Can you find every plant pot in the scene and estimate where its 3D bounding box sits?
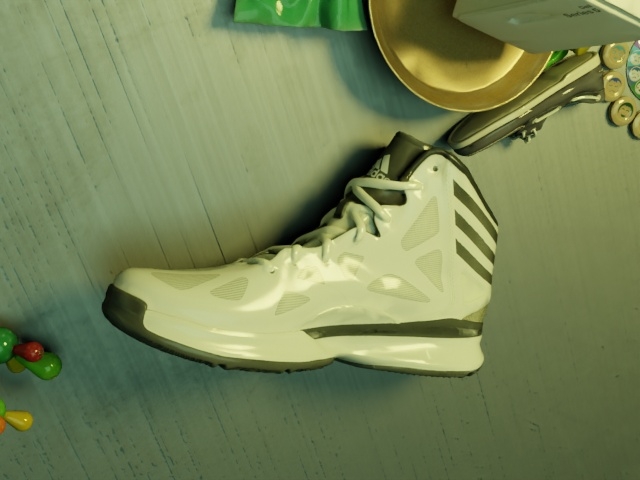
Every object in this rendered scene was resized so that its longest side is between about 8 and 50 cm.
[{"bbox_3d":[0.152,-0.255,0.964,0.236,0.032,0.236,-3,98,-22],"label":"plant pot"}]

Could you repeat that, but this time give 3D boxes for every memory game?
[{"bbox_3d":[0.416,-0.212,1.100,0.186,0.012,0.186,-6,110,-17],"label":"memory game"}]

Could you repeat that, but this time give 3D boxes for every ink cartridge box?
[{"bbox_3d":[0.259,-0.329,0.871,0.115,0.198,0.273,18,88,-25],"label":"ink cartridge box"}]

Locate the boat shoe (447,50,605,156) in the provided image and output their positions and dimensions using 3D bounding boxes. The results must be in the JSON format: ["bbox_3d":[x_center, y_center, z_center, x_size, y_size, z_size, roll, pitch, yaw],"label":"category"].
[{"bbox_3d":[0.240,-0.140,1.029,0.206,0.075,0.065,-32,112,-12],"label":"boat shoe"}]

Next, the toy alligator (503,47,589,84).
[{"bbox_3d":[0.276,-0.228,1.029,0.190,0.056,0.051,-44,160,7],"label":"toy alligator"}]

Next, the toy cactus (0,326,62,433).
[{"bbox_3d":[-0.375,0.115,0.896,0.219,0.112,0.180,-8,101,-8],"label":"toy cactus"}]

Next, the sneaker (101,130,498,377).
[{"bbox_3d":[0.000,0.000,0.968,0.447,0.169,0.257,6,97,-29],"label":"sneaker"}]

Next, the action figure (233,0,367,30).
[{"bbox_3d":[-0.012,-0.327,0.883,0.137,0.063,0.232,-1,112,-17],"label":"action figure"}]
